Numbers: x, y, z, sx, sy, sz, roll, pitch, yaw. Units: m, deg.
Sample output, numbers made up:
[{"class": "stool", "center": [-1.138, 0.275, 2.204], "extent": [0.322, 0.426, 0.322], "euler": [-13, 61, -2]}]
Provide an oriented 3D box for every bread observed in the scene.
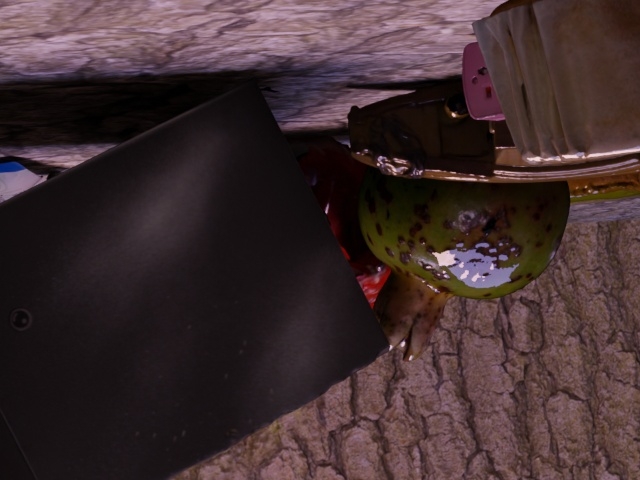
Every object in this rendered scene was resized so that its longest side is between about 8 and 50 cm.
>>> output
[{"class": "bread", "center": [0.288, -0.075, 2.090], "extent": [0.236, 0.070, 0.236], "euler": [-5, 178, 0]}, {"class": "bread", "center": [0.214, -0.109, 1.011], "extent": [0.210, 0.110, 0.192], "euler": [-6, -177, 36]}]

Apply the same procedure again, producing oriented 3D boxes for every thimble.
[{"class": "thimble", "center": [-0.001, -0.006, 1.782], "extent": [0.163, 0.189, 0.125], "euler": [-35, 158, -31]}]

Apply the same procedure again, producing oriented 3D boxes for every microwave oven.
[{"class": "microwave oven", "center": [-0.168, 0.057, 1.508], "extent": [0.374, 0.236, 0.432], "euler": [-29, -176, -13]}]

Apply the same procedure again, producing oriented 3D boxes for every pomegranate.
[{"class": "pomegranate", "center": [0.116, -0.008, 1.638], "extent": [0.202, 0.248, 0.202], "euler": [22, 180, 0]}]

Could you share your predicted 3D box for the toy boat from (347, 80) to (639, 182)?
[{"class": "toy boat", "center": [0.182, -0.094, 1.444], "extent": [0.321, 0.089, 0.121], "euler": [-3, 171, 6]}]

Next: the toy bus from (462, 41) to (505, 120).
[{"class": "toy bus", "center": [0.195, -0.120, 1.207], "extent": [0.203, 0.063, 0.090], "euler": [-8, 176, 39]}]

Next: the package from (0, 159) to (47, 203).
[{"class": "package", "center": [-0.355, -0.050, 1.865], "extent": [0.171, 0.027, 0.173], "euler": [-3, 163, 15]}]

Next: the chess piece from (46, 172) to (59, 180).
[{"class": "chess piece", "center": [-0.325, -0.052, 1.947], "extent": [0.093, 0.042, 0.042], "euler": [1, 176, -6]}]
